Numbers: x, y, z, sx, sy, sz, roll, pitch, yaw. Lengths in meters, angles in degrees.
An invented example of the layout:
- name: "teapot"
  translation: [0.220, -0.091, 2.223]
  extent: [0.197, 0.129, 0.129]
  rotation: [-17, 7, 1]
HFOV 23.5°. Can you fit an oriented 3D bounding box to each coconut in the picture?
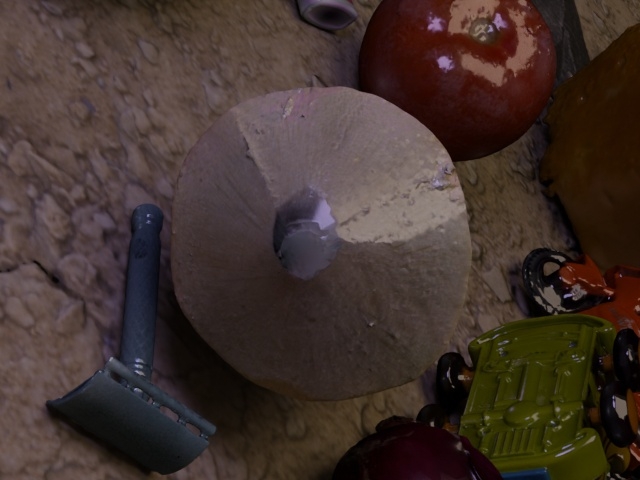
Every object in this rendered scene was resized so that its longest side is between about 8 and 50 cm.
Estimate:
- name: "coconut"
  translation: [0.000, 0.000, 1.167]
  extent: [0.239, 0.239, 0.244]
  rotation: [58, 3, -2]

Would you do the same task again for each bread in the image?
- name: "bread"
  translation: [0.450, -0.159, 1.883]
  extent: [0.250, 0.394, 0.361]
  rotation: [22, 48, -24]

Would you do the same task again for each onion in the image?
- name: "onion"
  translation: [0.091, 0.205, 1.261]
  extent: [0.173, 0.135, 0.198]
  rotation: [41, 33, -32]

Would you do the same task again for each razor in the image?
- name: "razor"
  translation: [-0.135, 0.058, 1.151]
  extent: [0.106, 0.068, 0.232]
  rotation: [40, 29, -30]

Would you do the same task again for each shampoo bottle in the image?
- name: "shampoo bottle"
  translation: [-0.002, -0.279, 1.638]
  extent: [0.072, 0.043, 0.099]
  rotation: [15, 52, -49]

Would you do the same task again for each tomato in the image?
- name: "tomato"
  translation: [0.141, -0.183, 1.624]
  extent: [0.208, 0.184, 0.208]
  rotation: [6, 68, -15]

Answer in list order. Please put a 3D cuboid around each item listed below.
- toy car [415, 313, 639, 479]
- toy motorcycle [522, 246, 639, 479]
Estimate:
- name: "toy car"
  translation: [0.206, 0.179, 1.416]
  extent: [0.248, 0.200, 0.142]
  rotation: [-58, 135, -54]
- name: "toy motorcycle"
  translation: [0.345, 0.150, 1.686]
  extent: [0.221, 0.148, 0.325]
  rotation: [3, 57, -30]
